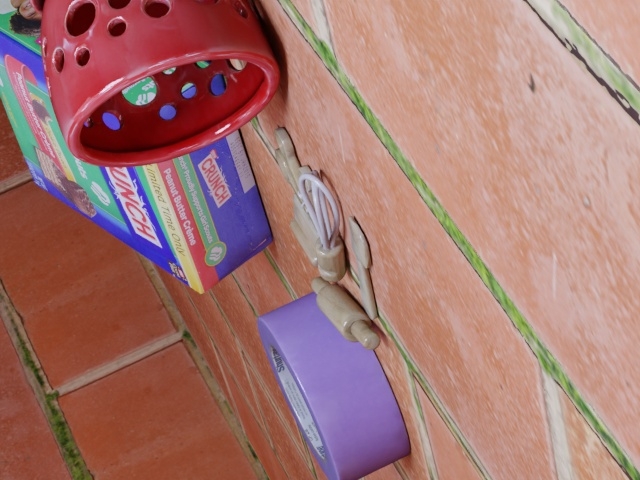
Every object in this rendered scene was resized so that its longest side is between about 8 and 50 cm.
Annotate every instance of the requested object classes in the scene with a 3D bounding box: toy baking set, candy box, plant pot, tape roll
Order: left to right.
[{"bbox_3d":[-0.220,-0.122,2.055,0.317,0.122,0.268,30,150,37],"label":"candy box"},{"bbox_3d":[-0.149,-0.179,1.568,0.191,0.191,0.174,93,157,-72],"label":"plant pot"},{"bbox_3d":[0.002,0.005,1.678,0.256,0.030,0.196,50,162,60],"label":"toy baking set"},{"bbox_3d":[0.012,0.145,1.841,0.189,0.080,0.189,62,171,17],"label":"tape roll"}]
